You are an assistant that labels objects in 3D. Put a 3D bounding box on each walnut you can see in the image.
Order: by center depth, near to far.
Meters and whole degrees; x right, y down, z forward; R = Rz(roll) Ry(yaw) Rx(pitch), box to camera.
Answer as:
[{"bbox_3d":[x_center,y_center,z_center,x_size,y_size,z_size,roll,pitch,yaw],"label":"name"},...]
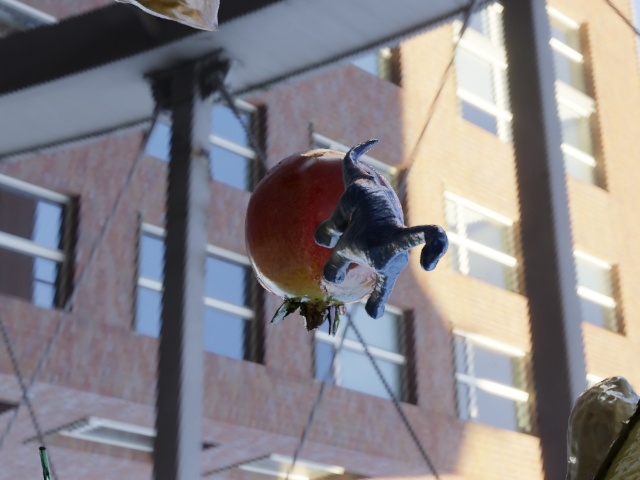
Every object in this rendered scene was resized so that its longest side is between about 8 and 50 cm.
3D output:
[{"bbox_3d":[-0.205,-0.320,1.370,0.167,0.211,0.087,-61,172,-76],"label":"walnut"}]

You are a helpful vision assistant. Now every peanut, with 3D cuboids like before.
[{"bbox_3d":[0.387,0.333,1.586,0.149,0.149,0.313,-14,-122,46],"label":"peanut"}]

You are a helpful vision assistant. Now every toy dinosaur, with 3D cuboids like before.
[{"bbox_3d":[0.062,-0.038,1.068,0.188,0.075,0.248,126,-26,-49],"label":"toy dinosaur"}]

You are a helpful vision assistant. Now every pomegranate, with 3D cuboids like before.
[{"bbox_3d":[0.000,0.000,1.477,0.210,0.210,0.235,6,-96,51],"label":"pomegranate"}]

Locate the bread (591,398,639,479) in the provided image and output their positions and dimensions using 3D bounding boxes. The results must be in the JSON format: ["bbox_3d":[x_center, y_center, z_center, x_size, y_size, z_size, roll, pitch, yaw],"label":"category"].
[{"bbox_3d":[0.144,0.136,0.459,0.102,0.094,0.245,-18,-161,47],"label":"bread"}]

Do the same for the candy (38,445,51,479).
[{"bbox_3d":[-0.238,0.258,1.055,0.055,0.049,0.185,12,-59,23],"label":"candy"}]
